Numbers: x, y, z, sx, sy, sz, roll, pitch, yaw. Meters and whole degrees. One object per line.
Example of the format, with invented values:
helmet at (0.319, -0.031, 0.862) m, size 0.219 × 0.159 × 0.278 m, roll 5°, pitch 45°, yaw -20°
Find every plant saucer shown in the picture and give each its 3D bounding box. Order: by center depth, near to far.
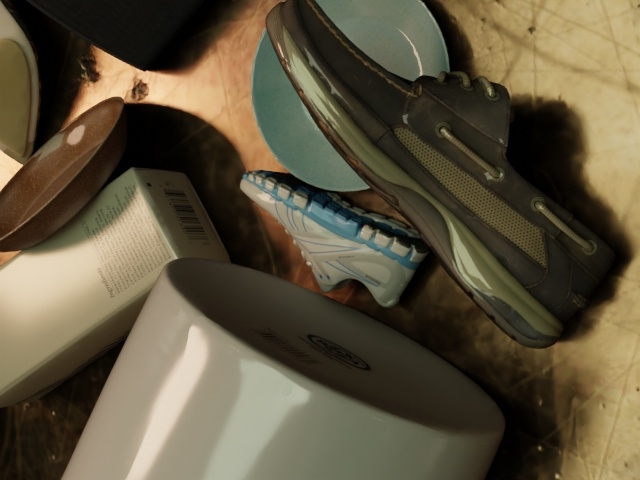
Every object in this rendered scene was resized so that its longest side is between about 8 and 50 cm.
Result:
plant saucer at (0.031, -0.140, 1.284) m, size 0.195 × 0.037 × 0.195 m, roll 0°, pitch 90°, yaw 27°
plant saucer at (-0.247, -0.055, 1.366) m, size 0.198 × 0.198 × 0.036 m, roll -35°, pitch 114°, yaw 23°

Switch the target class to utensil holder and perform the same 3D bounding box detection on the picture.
utensil holder at (-0.065, 0.250, 1.180) m, size 0.328 × 0.327 × 0.385 m, roll 29°, pitch 100°, yaw 24°

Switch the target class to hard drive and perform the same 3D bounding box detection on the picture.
hard drive at (-0.215, -0.277, 1.318) m, size 0.255 × 0.054 × 0.172 m, roll 36°, pitch 110°, yaw -21°

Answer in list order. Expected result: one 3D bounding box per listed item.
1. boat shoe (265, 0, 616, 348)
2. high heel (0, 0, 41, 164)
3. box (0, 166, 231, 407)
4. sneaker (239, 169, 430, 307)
boat shoe at (0.101, -0.074, 1.182) m, size 0.130 × 0.132 × 0.355 m, roll -42°, pitch 97°, yaw 0°
high heel at (-0.343, -0.216, 1.471) m, size 0.093 × 0.186 × 0.261 m, roll -19°, pitch 114°, yaw -5°
box at (-0.228, 0.048, 1.383) m, size 0.275 × 0.094 × 0.113 m, roll -33°, pitch 75°, yaw 23°
sneaker at (0.000, 0.000, 1.284) m, size 0.191 × 0.071 × 0.083 m, roll 29°, pitch 110°, yaw 25°
